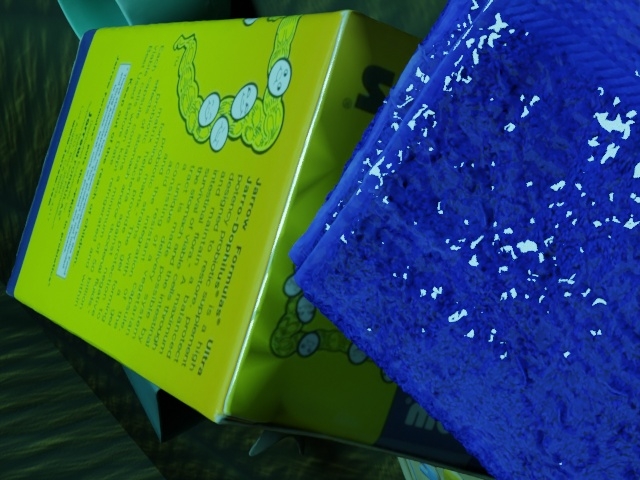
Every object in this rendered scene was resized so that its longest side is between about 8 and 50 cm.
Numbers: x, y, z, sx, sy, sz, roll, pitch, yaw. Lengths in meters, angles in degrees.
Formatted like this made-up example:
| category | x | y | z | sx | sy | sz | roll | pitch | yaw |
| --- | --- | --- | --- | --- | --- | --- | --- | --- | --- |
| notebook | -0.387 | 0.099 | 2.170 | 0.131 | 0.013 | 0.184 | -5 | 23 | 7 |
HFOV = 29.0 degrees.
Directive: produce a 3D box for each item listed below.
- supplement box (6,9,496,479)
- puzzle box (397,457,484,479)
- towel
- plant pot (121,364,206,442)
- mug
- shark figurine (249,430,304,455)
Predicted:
| category | x | y | z | sx | sy | sz | roll | pitch | yaw |
| --- | --- | --- | --- | --- | --- | --- | --- | --- | --- |
| supplement box | -0.024 | -0.009 | 0.734 | 0.194 | 0.195 | 0.356 | 17 | 179 | -30 |
| puzzle box | 0.175 | 0.176 | 0.899 | 0.409 | 0.052 | 0.272 | 29 | 149 | 48 |
| towel | 0.122 | -0.039 | 0.416 | 0.227 | 0.076 | 0.308 | 45 | 122 | 27 |
| plant pot | -0.149 | 0.047 | 1.265 | 0.234 | 0.165 | 0.165 | 55 | 161 | 20 |
| mug | -0.129 | -0.183 | 0.933 | 0.129 | 0.097 | 0.158 | 50 | 160 | 9 |
| shark figurine | -0.106 | 0.114 | 1.401 | 0.278 | 0.166 | 0.116 | 32 | -179 | 10 |
